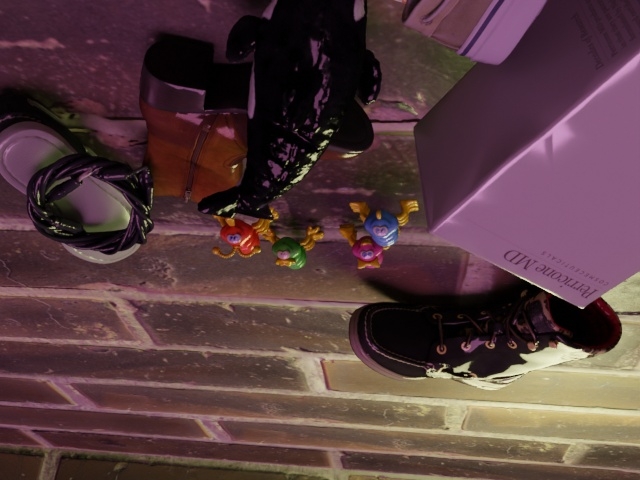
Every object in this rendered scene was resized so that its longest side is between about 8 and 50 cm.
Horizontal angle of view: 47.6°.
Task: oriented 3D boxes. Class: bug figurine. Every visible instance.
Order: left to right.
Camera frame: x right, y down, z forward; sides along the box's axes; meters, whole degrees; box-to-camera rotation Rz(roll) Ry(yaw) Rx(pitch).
[{"bbox_3d":[0.000,0.000,0.989,0.279,0.072,0.216,-3,166,14],"label":"bug figurine"}]

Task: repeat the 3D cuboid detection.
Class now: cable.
[{"bbox_3d":[-0.286,-0.034,0.910,0.151,0.047,0.184,-6,147,-21],"label":"cable"}]

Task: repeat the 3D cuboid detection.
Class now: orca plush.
[{"bbox_3d":[-0.041,-0.126,0.678,0.151,0.102,0.287,35,116,-10],"label":"orca plush"}]

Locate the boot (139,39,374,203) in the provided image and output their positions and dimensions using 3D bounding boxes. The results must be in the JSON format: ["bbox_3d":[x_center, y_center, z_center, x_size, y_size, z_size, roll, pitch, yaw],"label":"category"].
[{"bbox_3d":[-0.093,-0.094,0.877,0.264,0.096,0.280,9,151,-9],"label":"boot"}]

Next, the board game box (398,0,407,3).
[{"bbox_3d":[0.139,-0.264,0.587,0.147,0.045,0.193,14,149,-13],"label":"board game box"}]

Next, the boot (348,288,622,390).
[{"bbox_3d":[0.266,0.146,1.172,0.377,0.138,0.284,20,149,-28],"label":"boot"}]

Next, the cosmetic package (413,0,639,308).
[{"bbox_3d":[0.281,-0.127,0.610,0.217,0.156,0.385,23,131,-24],"label":"cosmetic package"}]

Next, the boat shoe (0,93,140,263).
[{"bbox_3d":[-0.330,-0.075,0.963,0.114,0.091,0.302,-27,147,-8],"label":"boat shoe"}]

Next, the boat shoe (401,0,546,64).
[{"bbox_3d":[0.133,-0.232,0.495,0.094,0.109,0.302,11,151,-5],"label":"boat shoe"}]
